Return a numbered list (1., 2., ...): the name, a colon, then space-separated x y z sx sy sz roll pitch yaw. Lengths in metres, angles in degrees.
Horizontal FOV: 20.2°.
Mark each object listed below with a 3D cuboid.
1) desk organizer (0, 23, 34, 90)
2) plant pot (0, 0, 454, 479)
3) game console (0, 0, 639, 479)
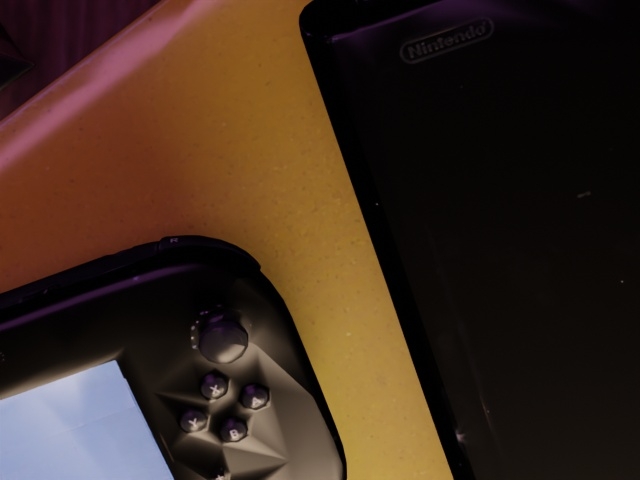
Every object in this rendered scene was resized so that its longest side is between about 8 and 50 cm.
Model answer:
1. desk organizer: -0.181 -0.052 0.690 0.130 0.047 0.050 -36 83 8
2. plant pot: 0.000 0.000 0.587 0.212 0.212 0.187 -35 99 9
3. game console: -0.015 0.054 0.485 0.361 0.044 0.213 -19 114 2
